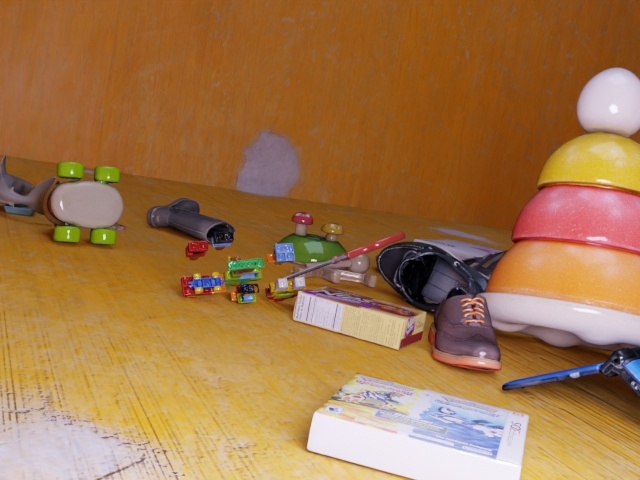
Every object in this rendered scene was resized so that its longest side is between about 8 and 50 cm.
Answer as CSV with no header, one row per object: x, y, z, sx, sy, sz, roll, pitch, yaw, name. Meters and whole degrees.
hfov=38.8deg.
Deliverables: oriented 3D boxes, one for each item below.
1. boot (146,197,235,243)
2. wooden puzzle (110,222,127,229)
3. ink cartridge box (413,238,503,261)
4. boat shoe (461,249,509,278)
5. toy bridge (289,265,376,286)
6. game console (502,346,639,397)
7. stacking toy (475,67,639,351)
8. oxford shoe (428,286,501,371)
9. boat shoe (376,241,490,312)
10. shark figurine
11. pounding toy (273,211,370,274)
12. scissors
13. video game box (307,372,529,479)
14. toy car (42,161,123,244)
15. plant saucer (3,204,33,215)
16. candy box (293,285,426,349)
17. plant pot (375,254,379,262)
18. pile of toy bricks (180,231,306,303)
-0.292,-0.048,2.205,0.208,0.076,0.189,7,18,32,boot
-0.481,-0.035,2.094,0.083,0.006,0.049,16,9,40,wooden puzzle
0.467,0.058,2.489,0.324,0.072,0.330,15,10,35,ink cartridge box
0.353,0.076,1.923,0.130,0.132,0.355,12,6,14,boat shoe
0.021,0.072,1.896,0.188,0.026,0.063,7,6,-26,toy bridge
0.442,0.230,1.253,0.293,0.173,0.250,1,42,-49,game console
0.471,-0.056,1.539,0.350,0.480,0.350,12,-7,2,stacking toy
0.221,0.133,1.399,0.096,0.098,0.271,9,7,-7,oxford shoe
0.205,0.072,1.767,0.113,0.127,0.340,20,9,-40,boat shoe
-0.684,-0.130,2.009,0.166,0.116,0.278,4,7,-28,shark figurine
0.000,0.000,2.096,0.182,0.110,0.237,6,8,-28,pounding toy
0.050,0.030,1.833,0.297,0.021,0.109,-17,-2,-41,scissors
0.110,0.199,0.943,0.205,0.048,0.187,12,5,14,video game box
-0.502,-0.071,1.848,0.148,0.155,0.188,5,-4,-37,toy car
-0.694,-0.081,2.111,0.067,0.018,0.192,8,8,-15,plant saucer
0.064,0.122,1.460,0.186,0.053,0.109,15,8,24,candy box
0.245,0.075,2.176,0.236,0.032,0.236,10,6,-1,plant pot
-0.141,0.058,1.545,0.212,0.118,0.105,-2,-21,-22,pile of toy bricks
